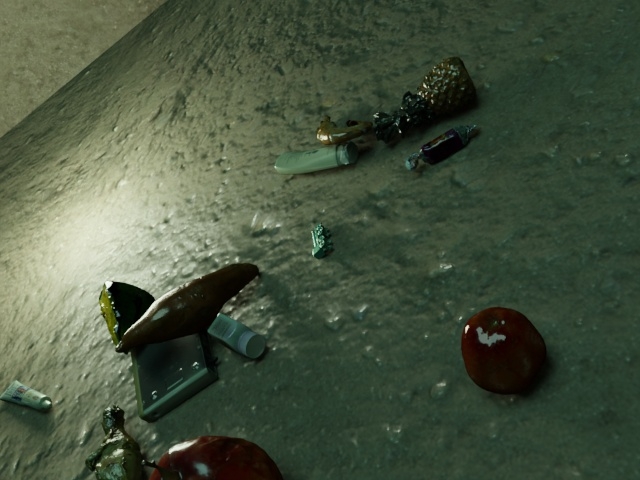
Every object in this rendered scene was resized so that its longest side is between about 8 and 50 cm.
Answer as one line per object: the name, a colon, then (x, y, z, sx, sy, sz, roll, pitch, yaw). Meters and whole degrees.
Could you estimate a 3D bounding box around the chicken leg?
chicken leg: (-0.424, 0.432, 1.626, 0.103, 0.088, 0.227, -49, 41, 11)

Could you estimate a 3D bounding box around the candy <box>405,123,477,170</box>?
candy: (0.261, -0.201, 1.695, 0.175, 0.043, 0.045, -29, 39, 8)

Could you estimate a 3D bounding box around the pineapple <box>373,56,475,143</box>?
pineapple: (0.225, -0.303, 1.769, 0.251, 0.125, 0.125, -31, 40, 21)

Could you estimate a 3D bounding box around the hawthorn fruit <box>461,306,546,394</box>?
hawthorn fruit: (0.287, 0.171, 1.254, 0.133, 0.138, 0.132, -21, 41, 20)

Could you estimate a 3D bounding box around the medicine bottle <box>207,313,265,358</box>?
medicine bottle: (-0.169, 0.202, 1.641, 0.118, 0.074, 0.055, 17, 65, 45)

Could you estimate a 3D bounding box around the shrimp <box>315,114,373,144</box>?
shrimp: (0.051, -0.271, 1.898, 0.133, 0.053, 0.236, -25, 18, -4)

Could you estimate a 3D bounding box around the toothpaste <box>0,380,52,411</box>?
toothpaste: (-0.719, 0.386, 1.947, 0.234, 0.038, 0.060, 3, 53, 44)

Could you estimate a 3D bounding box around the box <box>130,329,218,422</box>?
box: (-0.329, 0.246, 1.752, 0.211, 0.045, 0.270, -34, 40, 10)

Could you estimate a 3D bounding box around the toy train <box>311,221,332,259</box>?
toy train: (0.000, 0.000, 1.730, 0.045, 0.029, 0.092, -43, 32, 23)

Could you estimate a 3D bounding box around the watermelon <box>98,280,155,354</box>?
watermelon: (-0.467, 0.168, 1.876, 0.301, 0.123, 0.129, 36, 106, 63)

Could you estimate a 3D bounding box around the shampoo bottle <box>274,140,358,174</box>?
shampoo bottle: (-0.010, -0.196, 1.900, 0.213, 0.049, 0.072, -7, 37, 33)

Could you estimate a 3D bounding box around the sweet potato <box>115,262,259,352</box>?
sweet potato: (-0.276, 0.144, 1.696, 0.359, 0.112, 0.112, -30, 36, -17)

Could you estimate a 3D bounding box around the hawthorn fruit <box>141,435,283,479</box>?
hawthorn fruit: (-0.200, 0.424, 1.308, 0.242, 0.272, 0.241, -30, 39, 28)
